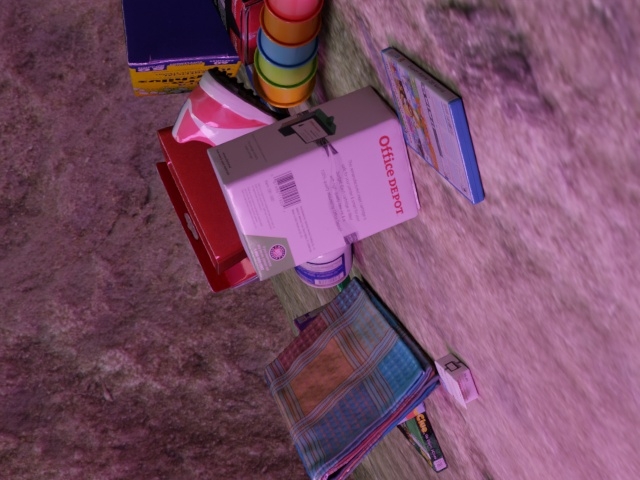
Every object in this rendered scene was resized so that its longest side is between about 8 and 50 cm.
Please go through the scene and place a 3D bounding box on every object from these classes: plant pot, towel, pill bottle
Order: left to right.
[{"bbox_3d":[-0.148,-0.113,1.947,0.267,0.235,0.267,64,173,4],"label":"plant pot"},{"bbox_3d":[0.000,0.000,1.774,0.112,0.112,0.187,62,171,24],"label":"pill bottle"},{"bbox_3d":[0.036,0.232,1.736,0.040,0.271,0.370,42,-175,-29],"label":"towel"}]

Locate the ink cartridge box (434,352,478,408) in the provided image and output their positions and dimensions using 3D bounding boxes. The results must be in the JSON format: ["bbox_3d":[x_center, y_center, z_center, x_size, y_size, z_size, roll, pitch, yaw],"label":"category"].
[{"bbox_3d":[0.194,0.197,1.413,0.048,0.028,0.083,68,172,-19],"label":"ink cartridge box"}]

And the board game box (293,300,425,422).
[{"bbox_3d":[0.068,0.235,1.926,0.144,0.142,0.275,69,171,-25],"label":"board game box"}]

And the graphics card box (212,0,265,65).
[{"bbox_3d":[-0.149,-0.461,1.437,0.371,0.094,0.233,63,172,7],"label":"graphics card box"}]

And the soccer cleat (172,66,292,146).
[{"bbox_3d":[-0.084,-0.139,1.519,0.318,0.116,0.108,30,-165,-44],"label":"soccer cleat"}]

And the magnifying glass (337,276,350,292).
[{"bbox_3d":[0.052,0.103,2.069,0.092,0.026,0.231,-134,23,-66],"label":"magnifying glass"}]

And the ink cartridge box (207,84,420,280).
[{"bbox_3d":[-0.005,-0.070,1.234,0.092,0.219,0.160,-119,9,-49],"label":"ink cartridge box"}]

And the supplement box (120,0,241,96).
[{"bbox_3d":[-0.254,-0.384,1.813,0.356,0.194,0.195,-177,82,-81],"label":"supplement box"}]

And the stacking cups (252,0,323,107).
[{"bbox_3d":[-0.037,-0.269,1.320,0.096,0.096,0.316,64,170,8],"label":"stacking cups"}]

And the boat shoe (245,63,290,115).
[{"bbox_3d":[-0.072,-0.253,1.648,0.066,0.066,0.183,78,171,-48],"label":"boat shoe"}]

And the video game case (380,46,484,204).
[{"bbox_3d":[0.114,-0.121,1.038,0.166,0.015,0.119,53,166,55],"label":"video game case"}]

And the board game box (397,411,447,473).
[{"bbox_3d":[0.174,0.351,1.998,0.259,0.030,0.136,-142,31,-73],"label":"board game box"}]

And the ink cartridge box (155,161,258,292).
[{"bbox_3d":[-0.173,-0.068,2.153,0.272,0.130,0.309,-20,-97,-60],"label":"ink cartridge box"}]
